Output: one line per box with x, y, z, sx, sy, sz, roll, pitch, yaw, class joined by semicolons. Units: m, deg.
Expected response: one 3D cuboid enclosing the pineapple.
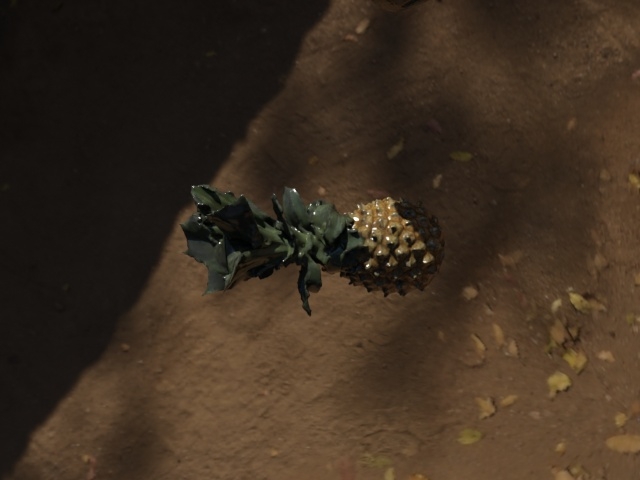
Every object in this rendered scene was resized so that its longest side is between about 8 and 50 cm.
0.000;0.000;0.824;0.119;0.277;0.130;62;139;37;pineapple

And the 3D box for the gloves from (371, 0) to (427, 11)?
0.099;-0.296;0.667;0.203;0.164;0.124;-22;29;36;gloves
